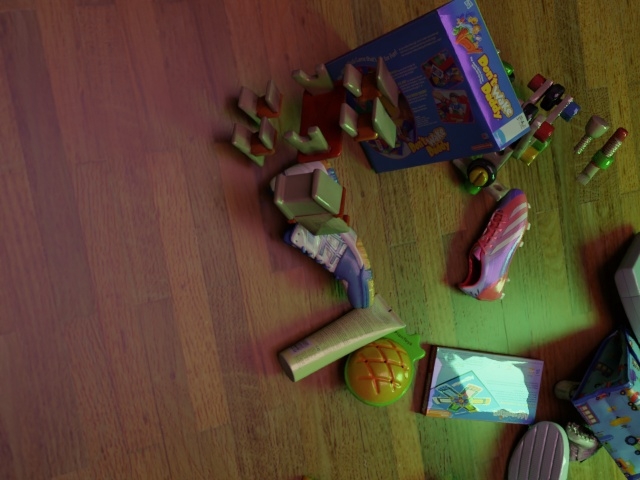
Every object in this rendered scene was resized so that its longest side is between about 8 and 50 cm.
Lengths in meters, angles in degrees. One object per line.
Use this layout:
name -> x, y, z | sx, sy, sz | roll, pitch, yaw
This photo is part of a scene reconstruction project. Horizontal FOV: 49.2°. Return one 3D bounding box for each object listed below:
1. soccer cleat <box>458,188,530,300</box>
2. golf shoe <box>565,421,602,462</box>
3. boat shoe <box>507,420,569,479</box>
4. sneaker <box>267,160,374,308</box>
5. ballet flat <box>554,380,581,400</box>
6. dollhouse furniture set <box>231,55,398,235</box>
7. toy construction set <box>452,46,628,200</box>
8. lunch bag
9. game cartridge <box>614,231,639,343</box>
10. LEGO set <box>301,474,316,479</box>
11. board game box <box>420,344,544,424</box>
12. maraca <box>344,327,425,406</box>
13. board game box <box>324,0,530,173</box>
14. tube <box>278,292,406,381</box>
soccer cleat -> 0.360, 0.004, 1.446 | 0.095, 0.083, 0.247 | 18, 87, -19
golf shoe -> 0.570, 0.453, 1.535 | 0.176, 0.069, 0.086 | 31, 94, -47
boat shoe -> 0.475, 0.555, 1.508 | 0.119, 0.121, 0.335 | 14, 88, -43
sneaker -> 0.000, 0.000, 1.284 | 0.131, 0.112, 0.296 | -24, 95, -9
ballet flat -> 0.603, 0.347, 1.577 | 0.168, 0.052, 0.057 | 6, 89, -24
dollhouse furniture set -> -0.002, -0.153, 1.164 | 0.135, 0.262, 0.259 | 40, 50, -55
toy construction set -> 0.419, -0.184, 1.412 | 0.309, 0.257, 0.237 | 24, 127, -7
lunch bag -> 0.696, 0.339, 1.549 | 0.221, 0.138, 0.293 | 54, 37, -4
game cartridge -> 0.768, 0.150, 1.606 | 0.198, 0.062, 0.297 | -40, 107, -37
LEGO set -> 0.027, 0.500, 1.307 | 0.227, 0.093, 0.087 | 22, 83, -23
board game box -> 0.345, 0.307, 1.476 | 0.281, 0.027, 0.145 | 11, 87, -24
maraca -> 0.123, 0.233, 1.338 | 0.127, 0.099, 0.185 | 38, 60, 8
board game box -> 0.166, -0.250, 1.200 | 0.078, 0.347, 0.233 | -34, 105, -25
tube -> 0.038, 0.184, 1.315 | 0.240, 0.062, 0.070 | -27, 95, -19
